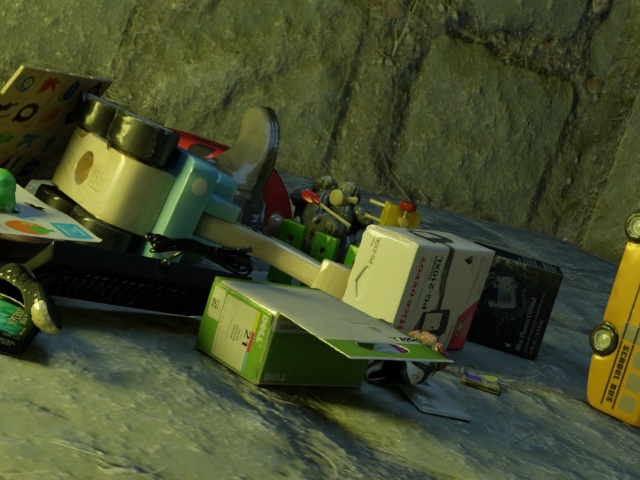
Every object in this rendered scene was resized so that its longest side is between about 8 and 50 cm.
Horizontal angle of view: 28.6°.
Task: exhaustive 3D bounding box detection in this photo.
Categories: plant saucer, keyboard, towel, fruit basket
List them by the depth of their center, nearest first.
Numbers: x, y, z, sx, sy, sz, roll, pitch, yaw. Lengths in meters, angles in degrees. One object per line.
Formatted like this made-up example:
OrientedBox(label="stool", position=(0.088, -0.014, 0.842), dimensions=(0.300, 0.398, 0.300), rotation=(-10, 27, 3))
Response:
OrientedBox(label="keyboard", position=(-0.208, 0.044, 1.552), dimensions=(0.317, 0.033, 0.201), rotation=(12, -33, -45))
OrientedBox(label="fruit basket", position=(-0.499, -0.070, 1.589), dimensions=(0.353, 0.165, 0.327), rotation=(0, 17, -35))
OrientedBox(label="keyboard", position=(0.128, 0.192, 1.696), dimensions=(0.072, 0.014, 0.256), rotation=(19, 7, -18))
OrientedBox(label="plant saucer", position=(-0.477, -0.012, 1.778), dimensions=(0.199, 0.036, 0.198), rotation=(16, 9, -3))
OrientedBox(label="towel", position=(0.232, 0.203, 1.817), dimensions=(0.060, 0.009, 0.083), rotation=(16, 8, 4))

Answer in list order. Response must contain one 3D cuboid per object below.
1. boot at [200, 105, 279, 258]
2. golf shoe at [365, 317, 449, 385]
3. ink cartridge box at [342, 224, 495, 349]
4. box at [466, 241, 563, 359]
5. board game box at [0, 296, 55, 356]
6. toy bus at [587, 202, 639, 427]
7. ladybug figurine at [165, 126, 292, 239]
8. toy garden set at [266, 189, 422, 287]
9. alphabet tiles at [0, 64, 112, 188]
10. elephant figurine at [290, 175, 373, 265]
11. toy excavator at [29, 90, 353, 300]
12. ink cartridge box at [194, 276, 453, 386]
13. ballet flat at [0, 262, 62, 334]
OrientedBox(label="boot", position=(-0.201, -0.132, 2.236), dimensions=(0.223, 0.118, 0.338), rotation=(17, 52, -15))
OrientedBox(label="golf shoe", position=(0.079, 0.150, 1.667), dimensions=(0.086, 0.067, 0.186), rotation=(-30, 21, -33))
OrientedBox(label="ink cartridge box", position=(0.149, 0.075, 1.933), dimensions=(0.100, 0.172, 0.237), rotation=(24, 11, 35))
OrientedBox(label="box", position=(0.312, 0.102, 2.133), dimensions=(0.158, 0.156, 0.093), rotation=(17, 9, 4))
OrientedBox(label="board game box", position=(-0.375, 0.080, 1.400), dimensions=(0.126, 0.026, 0.186), rotation=(16, 8, -5))
OrientedBox(label="toy bus", position=(0.500, 0.103, 1.871), dimensions=(0.108, 0.332, 0.130), rotation=(8, 11, -45))
OrientedBox(label="ladybug figurine", position=(-0.229, -0.112, 2.472), dimensions=(0.449, 0.162, 0.305), rotation=(22, 10, 33))
OrientedBox(label="toy garden set", position=(0.048, 0.008, 2.072), dimensions=(0.244, 0.203, 0.049), rotation=(22, 9, 30))
OrientedBox(label="alphabet tiles", position=(-0.483, -0.162, 1.992), dimensions=(0.011, 0.285, 0.342), rotation=(49, 19, 16))
OrientedBox(label="elephant figurine", position=(0.000, 0.000, 2.268), dimensions=(0.169, 0.186, 0.239), rotation=(-16, 29, 17))
OrientedBox(label="toy excavator", position=(-0.173, -0.030, 1.991), dimensions=(0.445, 0.222, 0.433), rotation=(21, 5, -37))
OrientedBox(label="ink cartridge box", position=(0.001, 0.136, 1.526), dimensions=(0.189, 0.097, 0.255), rotation=(8, 13, -45))
OrientedBox(label="ballet flat", position=(-0.321, 0.069, 1.372), dimensions=(0.049, 0.057, 0.173), rotation=(-29, 26, -17))
